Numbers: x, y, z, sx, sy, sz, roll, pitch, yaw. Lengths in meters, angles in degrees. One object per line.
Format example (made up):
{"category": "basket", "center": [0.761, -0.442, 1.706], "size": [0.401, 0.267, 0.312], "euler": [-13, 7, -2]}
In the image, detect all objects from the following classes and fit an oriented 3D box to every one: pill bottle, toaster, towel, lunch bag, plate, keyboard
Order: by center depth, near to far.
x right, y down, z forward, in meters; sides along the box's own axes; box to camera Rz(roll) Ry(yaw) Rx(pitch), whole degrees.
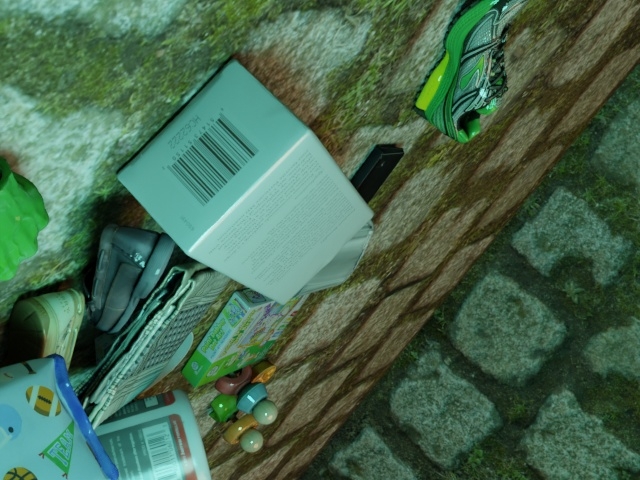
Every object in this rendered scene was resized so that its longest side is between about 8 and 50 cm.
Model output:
{"category": "lunch bag", "center": [-0.520, 0.318, 1.118], "size": [0.386, 0.238, 0.328], "euler": [-29, 173, 31]}
{"category": "towel", "center": [-0.258, 0.157, 1.445], "size": [0.312, 0.056, 0.324], "euler": [-50, 174, 8]}
{"category": "pill bottle", "center": [-0.379, 0.399, 1.510], "size": [0.363, 0.210, 0.210], "euler": [-14, 153, -13]}
{"category": "toaster", "center": [0.000, 0.000, 1.687], "size": [0.147, 0.129, 0.227], "euler": [-8, 137, -39]}
{"category": "plate", "center": [-0.322, 0.230, 1.698], "size": [0.188, 0.024, 0.188], "euler": [-39, 161, -16]}
{"category": "keyboard", "center": [0.039, -0.066, 1.823], "size": [0.317, 0.033, 0.202], "euler": [-54, 161, 24]}

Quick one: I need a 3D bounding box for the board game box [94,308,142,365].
{"category": "board game box", "center": [-0.320, 0.162, 1.551], "size": [0.154, 0.026, 0.103], "euler": [-34, 159, -29]}

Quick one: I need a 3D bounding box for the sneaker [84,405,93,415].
{"category": "sneaker", "center": [-0.414, 0.298, 1.618], "size": [0.158, 0.061, 0.065], "euler": [-37, -163, -4]}

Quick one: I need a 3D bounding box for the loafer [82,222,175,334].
{"category": "loafer", "center": [-0.291, 0.048, 1.265], "size": [0.302, 0.095, 0.109], "euler": [-40, -153, 56]}

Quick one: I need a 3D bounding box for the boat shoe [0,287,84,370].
{"category": "boat shoe", "center": [-0.406, 0.188, 1.301], "size": [0.089, 0.104, 0.285], "euler": [-24, 151, -47]}

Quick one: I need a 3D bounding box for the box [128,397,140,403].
{"category": "box", "center": [-0.401, 0.379, 1.830], "size": [0.114, 0.036, 0.207], "euler": [-41, 161, -10]}

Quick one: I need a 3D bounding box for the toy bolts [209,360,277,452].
{"category": "toy bolts", "center": [-0.154, 0.399, 2.201], "size": [0.218, 0.158, 0.228], "euler": [-36, 160, -24]}

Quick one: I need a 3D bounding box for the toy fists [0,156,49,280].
{"category": "toy fists", "center": [-0.420, 0.020, 0.936], "size": [0.279, 0.096, 0.142], "euler": [-36, 150, -19]}

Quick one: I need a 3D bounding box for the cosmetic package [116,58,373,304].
{"category": "cosmetic package", "center": [-0.087, -0.064, 1.346], "size": [0.230, 0.161, 0.453], "euler": [-45, 161, 0]}

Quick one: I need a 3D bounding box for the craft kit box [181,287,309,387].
{"category": "craft kit box", "center": [-0.154, 0.189, 1.925], "size": [0.247, 0.061, 0.249], "euler": [-12, 143, -54]}

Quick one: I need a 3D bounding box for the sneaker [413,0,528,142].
{"category": "sneaker", "center": [0.304, -0.326, 1.645], "size": [0.134, 0.146, 0.343], "euler": [-31, 157, -35]}
